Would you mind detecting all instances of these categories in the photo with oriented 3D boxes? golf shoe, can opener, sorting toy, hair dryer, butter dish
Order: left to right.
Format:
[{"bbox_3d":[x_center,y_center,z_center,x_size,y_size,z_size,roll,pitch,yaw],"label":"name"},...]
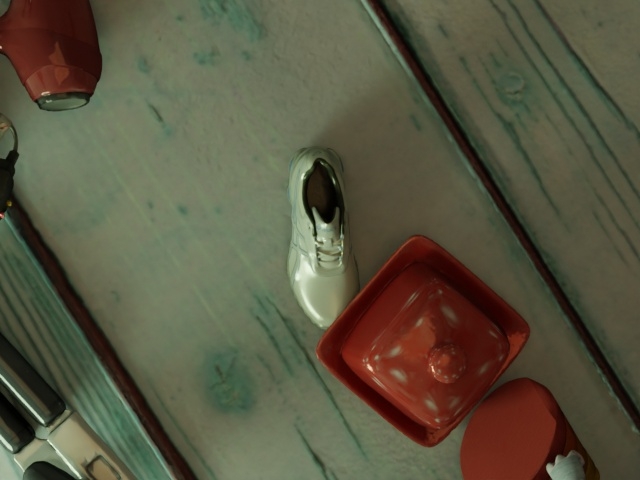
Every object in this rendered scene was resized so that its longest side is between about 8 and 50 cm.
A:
[{"bbox_3d":[-0.308,-0.184,1.457,0.224,0.080,0.293,35,71,-13],"label":"hair dryer"},{"bbox_3d":[-0.276,0.163,1.480,0.076,0.095,0.283,-42,92,-1],"label":"can opener"},{"bbox_3d":[0.000,0.000,1.491,0.069,0.086,0.176,-9,93,-3],"label":"golf shoe"},{"bbox_3d":[0.105,0.102,1.470,0.160,0.118,0.160,41,90,-13],"label":"butter dish"},{"bbox_3d":[0.155,0.313,1.508,0.126,0.127,0.365,28,93,-31],"label":"sorting toy"}]

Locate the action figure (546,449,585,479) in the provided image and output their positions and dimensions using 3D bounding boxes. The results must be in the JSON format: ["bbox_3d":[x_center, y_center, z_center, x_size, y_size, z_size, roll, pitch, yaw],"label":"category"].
[{"bbox_3d":[0.312,0.325,1.398,0.370,0.276,0.248,-35,135,-18],"label":"action figure"}]
